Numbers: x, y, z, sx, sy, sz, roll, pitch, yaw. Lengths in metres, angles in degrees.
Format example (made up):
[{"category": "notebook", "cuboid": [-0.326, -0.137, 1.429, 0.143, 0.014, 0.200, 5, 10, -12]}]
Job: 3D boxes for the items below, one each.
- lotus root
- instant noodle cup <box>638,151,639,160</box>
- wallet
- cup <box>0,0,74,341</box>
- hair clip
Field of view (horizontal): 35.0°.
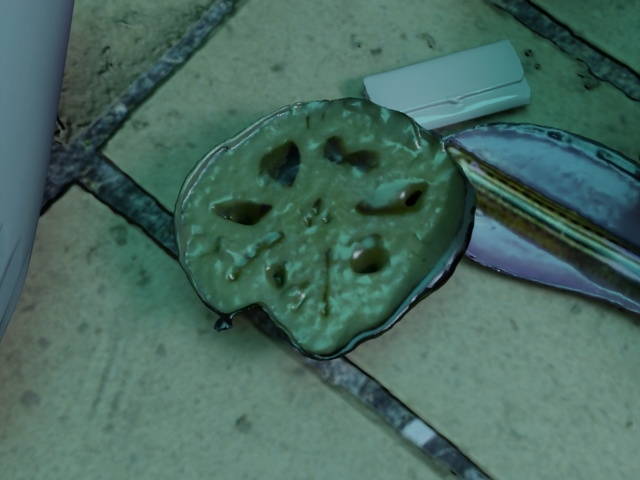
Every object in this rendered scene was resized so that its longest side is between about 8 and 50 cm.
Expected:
[{"category": "lotus root", "cuboid": [0.003, -0.002, 0.721, 0.203, 0.078, 0.183, -31, 67, -9]}, {"category": "instant noodle cup", "cuboid": [0.390, -0.048, 0.631, 0.308, 0.294, 0.294, 39, 74, 22]}, {"category": "wallet", "cuboid": [0.098, -0.116, 0.789, 0.122, 0.025, 0.061, -15, 66, -5]}, {"category": "cup", "cuboid": [-0.299, -0.075, 0.662, 0.253, 0.253, 0.372, 0, 70, 1]}, {"category": "hair clip", "cuboid": [0.222, 0.010, 0.723, 0.358, 0.095, 0.110, 32, 111, 21]}]
